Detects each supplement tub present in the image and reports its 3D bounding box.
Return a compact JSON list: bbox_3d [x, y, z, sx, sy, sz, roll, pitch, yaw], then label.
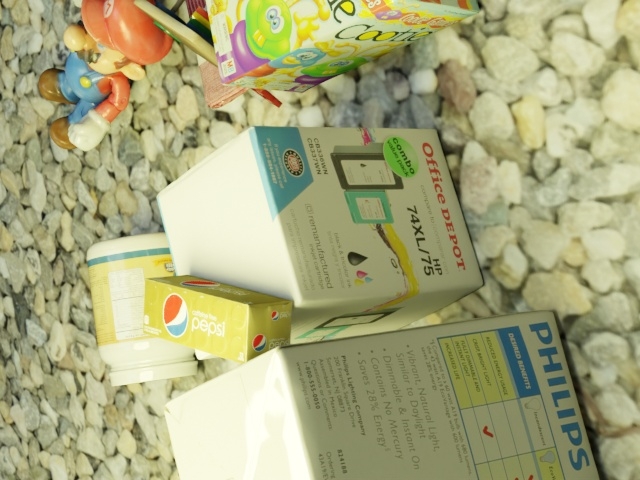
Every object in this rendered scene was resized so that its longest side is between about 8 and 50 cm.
[{"bbox_3d":[-0.243,0.096,1.963,0.144,0.144,0.200,-14,83,50],"label":"supplement tub"}]

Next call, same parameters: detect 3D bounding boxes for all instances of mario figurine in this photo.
[{"bbox_3d":[-0.343,-0.260,2.026,0.198,0.170,0.320,43,142,-3],"label":"mario figurine"}]

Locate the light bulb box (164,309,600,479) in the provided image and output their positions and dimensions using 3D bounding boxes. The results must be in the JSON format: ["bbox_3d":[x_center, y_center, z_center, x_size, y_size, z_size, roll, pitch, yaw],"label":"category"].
[{"bbox_3d":[0.083,0.280,1.411,0.225,0.361,0.358,-28,71,50],"label":"light bulb box"}]

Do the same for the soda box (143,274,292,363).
[{"bbox_3d":[-0.107,0.078,1.436,0.181,0.058,0.061,10,100,48],"label":"soda box"}]

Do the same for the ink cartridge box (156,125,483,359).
[{"bbox_3d":[0.000,0.000,1.559,0.197,0.270,0.198,-31,70,46],"label":"ink cartridge box"}]

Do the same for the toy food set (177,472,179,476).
[{"bbox_3d":[-0.098,0.263,1.824,0.104,0.111,0.232,50,132,35],"label":"toy food set"}]

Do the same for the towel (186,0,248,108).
[{"bbox_3d":[-0.108,-0.363,1.844,0.237,0.037,0.329,-23,75,50],"label":"towel"}]

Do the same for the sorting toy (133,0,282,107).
[{"bbox_3d":[-0.144,-0.259,1.777,0.274,0.132,0.046,37,91,40],"label":"sorting toy"}]

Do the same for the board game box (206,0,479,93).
[{"bbox_3d":[0.017,-0.280,1.584,0.275,0.142,0.144,-20,78,41],"label":"board game box"}]
